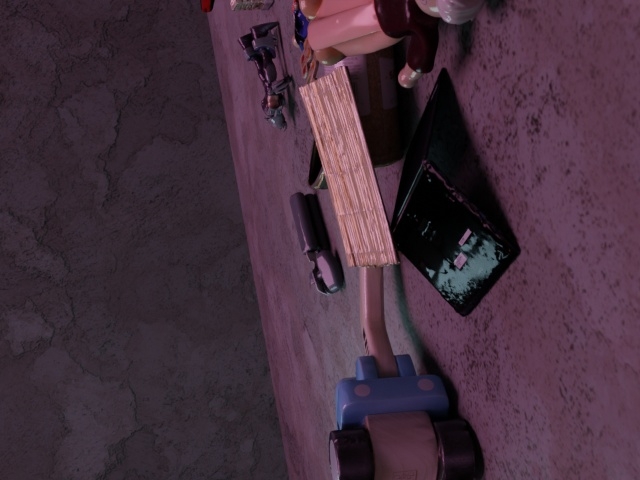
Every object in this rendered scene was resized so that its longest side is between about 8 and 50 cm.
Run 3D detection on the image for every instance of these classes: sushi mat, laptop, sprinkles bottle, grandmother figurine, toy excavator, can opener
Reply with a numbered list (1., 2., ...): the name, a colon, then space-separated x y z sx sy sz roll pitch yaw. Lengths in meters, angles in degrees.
1. sushi mat: 0.044 -0.108 1.209 0.151 0.019 0.317 -11 94 60
2. laptop: 0.191 -0.061 1.099 0.264 0.136 0.234 48 158 16
3. sprinkles bottle: 0.060 -0.299 1.225 0.121 0.121 0.356 -137 38 -69
4. grandmother figurine: 0.094 -0.300 0.987 0.342 0.104 0.208 6 126 62
5. toy excavator: 0.105 0.247 1.349 0.445 0.222 0.433 -104 11 -54
6. can opener: 0.000 0.000 1.899 0.095 0.076 0.284 -33 63 41

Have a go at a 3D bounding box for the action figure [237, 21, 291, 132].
1. action figure: -0.133 -0.427 2.033 0.185 0.099 0.285 167 89 -70

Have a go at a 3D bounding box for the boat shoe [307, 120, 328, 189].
1. boat shoe: 0.024 -0.215 1.515 0.305 0.091 0.109 94 160 -49

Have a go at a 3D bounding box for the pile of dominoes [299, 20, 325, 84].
1. pile of dominoes: -0.004 -0.405 1.438 0.196 0.040 0.251 -118 40 -55

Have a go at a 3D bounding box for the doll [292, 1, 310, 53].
1. doll: -0.034 -0.466 1.668 0.189 0.046 0.129 155 105 -76

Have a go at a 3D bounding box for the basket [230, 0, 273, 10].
1. basket: -0.197 -0.707 2.045 0.113 0.103 0.167 -158 57 -76

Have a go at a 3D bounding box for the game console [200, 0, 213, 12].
1. game console: -0.274 -0.864 2.047 0.342 0.060 0.387 122 160 -69

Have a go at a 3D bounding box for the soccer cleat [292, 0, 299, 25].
1. soccer cleat: -0.052 -0.519 1.744 0.036 0.029 0.083 -124 21 -50
